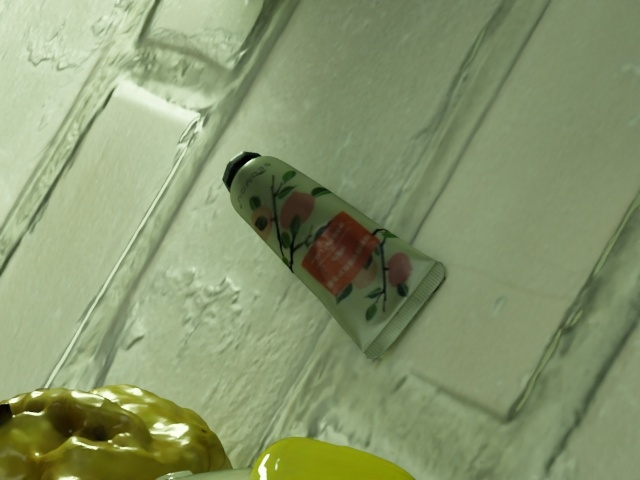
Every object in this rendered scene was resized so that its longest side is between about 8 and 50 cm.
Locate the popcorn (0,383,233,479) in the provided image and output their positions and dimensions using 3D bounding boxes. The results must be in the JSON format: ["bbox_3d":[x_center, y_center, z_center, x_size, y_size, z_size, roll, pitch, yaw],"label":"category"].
[{"bbox_3d":[-0.145,0.181,1.156,0.190,0.191,0.253,-42,44,-10],"label":"popcorn"}]

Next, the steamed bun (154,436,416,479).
[{"bbox_3d":[-0.056,0.278,0.878,0.374,0.334,0.334,-26,46,30],"label":"steamed bun"}]

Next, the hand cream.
[{"bbox_3d":[0.000,0.000,1.253,0.080,0.050,0.234,-52,42,1],"label":"hand cream"}]
